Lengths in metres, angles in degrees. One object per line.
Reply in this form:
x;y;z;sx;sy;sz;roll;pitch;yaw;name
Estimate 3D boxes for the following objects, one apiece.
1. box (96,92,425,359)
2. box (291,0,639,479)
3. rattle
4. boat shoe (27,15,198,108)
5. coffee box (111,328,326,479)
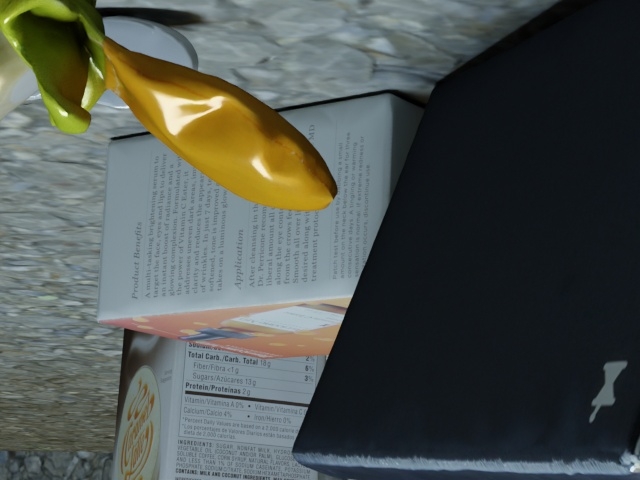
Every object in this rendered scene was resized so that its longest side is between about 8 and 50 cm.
0.000;0.000;0.822;0.170;0.091;0.130;-7;165;38;box
0.188;0.049;0.606;0.294;0.183;0.296;23;167;-15;box
-0.119;-0.008;0.512;0.200;0.143;0.130;-40;-173;-39;rattle
-0.093;-0.069;0.671;0.100;0.035;0.035;-5;-166;15;boat shoe
-0.066;0.128;1.062;0.098;0.246;0.141;8;166;-20;coffee box
